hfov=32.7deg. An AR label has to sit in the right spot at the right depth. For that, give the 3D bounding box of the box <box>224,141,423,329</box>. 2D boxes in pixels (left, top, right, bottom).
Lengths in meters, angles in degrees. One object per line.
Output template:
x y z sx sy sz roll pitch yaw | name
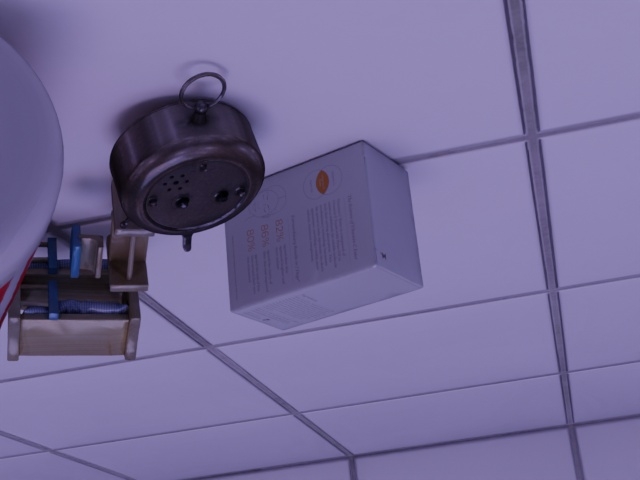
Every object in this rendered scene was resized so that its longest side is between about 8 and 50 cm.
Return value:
0.000 0.000 1.071 0.170 0.130 0.091 -18 155 29 | box

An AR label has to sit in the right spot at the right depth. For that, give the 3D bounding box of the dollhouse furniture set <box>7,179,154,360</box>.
-0.243 0.012 1.088 0.129 0.129 0.183 1 133 -16 | dollhouse furniture set

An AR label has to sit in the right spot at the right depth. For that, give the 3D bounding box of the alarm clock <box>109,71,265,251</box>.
-0.110 -0.070 0.932 0.129 0.064 0.192 -9 143 -21 | alarm clock

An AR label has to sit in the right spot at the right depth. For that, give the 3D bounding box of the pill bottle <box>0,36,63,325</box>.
-0.351 0.006 0.861 0.229 0.229 0.408 4 156 -24 | pill bottle
